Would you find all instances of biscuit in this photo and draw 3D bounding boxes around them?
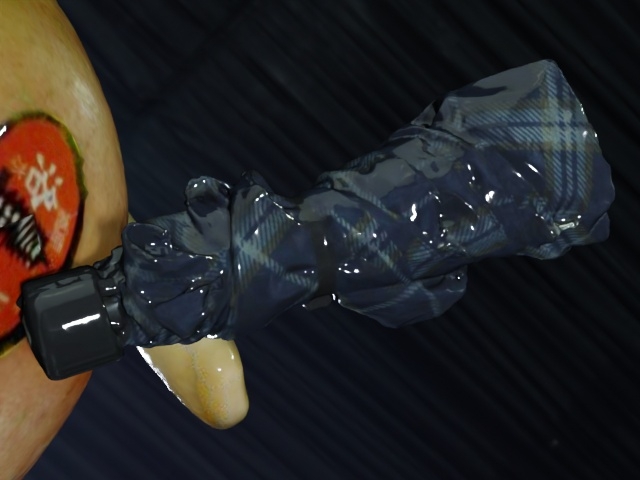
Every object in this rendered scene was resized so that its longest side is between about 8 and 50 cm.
[{"bbox_3d":[-0.130,0.023,0.831,0.047,0.208,0.164,-26,132,-49],"label":"biscuit"}]

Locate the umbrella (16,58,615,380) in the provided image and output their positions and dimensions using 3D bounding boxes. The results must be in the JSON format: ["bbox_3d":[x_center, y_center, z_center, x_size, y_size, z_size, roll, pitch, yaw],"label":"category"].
[{"bbox_3d":[0.000,0.002,0.460,0.224,0.080,0.071,-19,178,-18],"label":"umbrella"}]

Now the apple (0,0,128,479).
[{"bbox_3d":[-0.256,-0.025,0.497,0.339,0.305,0.338,-15,-122,26],"label":"apple"}]
